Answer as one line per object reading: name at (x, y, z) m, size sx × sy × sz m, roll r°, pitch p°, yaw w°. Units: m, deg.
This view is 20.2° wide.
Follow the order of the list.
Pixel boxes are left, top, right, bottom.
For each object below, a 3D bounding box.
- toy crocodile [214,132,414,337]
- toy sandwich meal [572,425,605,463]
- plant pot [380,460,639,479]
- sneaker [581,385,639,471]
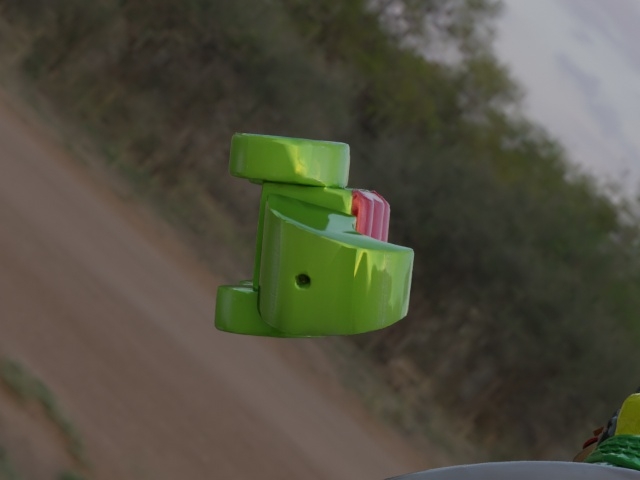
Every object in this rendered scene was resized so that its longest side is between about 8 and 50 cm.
toy crocodile at (0.000, 0.000, 1.062) m, size 0.105 × 0.115 × 0.340 m, roll 6°, pitch 1°, yaw 2°
toy sandwich meal at (0.192, 0.117, 1.109) m, size 0.085 × 0.085 × 0.029 m, roll 41°, pitch 30°, yaw -66°
plant pot at (0.070, 0.235, 0.577) m, size 0.323 × 0.323 × 0.280 m, roll 43°, pitch 37°, yaw -45°
sneaker at (0.206, 0.156, 0.754) m, size 0.134 × 0.146 × 0.343 m, roll 52°, pitch -24°, yaw -14°
